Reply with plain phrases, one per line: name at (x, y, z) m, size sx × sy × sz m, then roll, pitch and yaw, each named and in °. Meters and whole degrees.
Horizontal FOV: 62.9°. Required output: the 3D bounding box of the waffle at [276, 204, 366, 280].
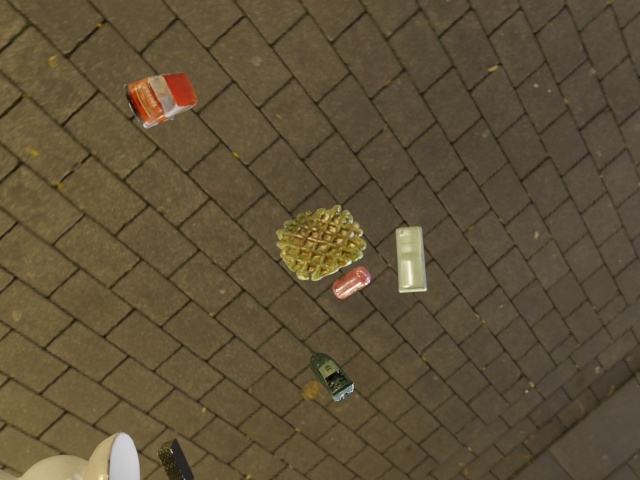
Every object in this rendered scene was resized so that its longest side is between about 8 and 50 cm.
waffle at (0.000, 0.000, 1.115) m, size 0.183 × 0.169 × 0.036 m, roll -23°, pitch 147°, yaw -12°

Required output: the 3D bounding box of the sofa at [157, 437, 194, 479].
sofa at (-0.357, 0.557, 1.292) m, size 0.039 × 0.060 × 0.118 m, roll -22°, pitch 95°, yaw 3°

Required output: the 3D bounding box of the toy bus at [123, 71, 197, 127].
toy bus at (-0.263, -0.242, 0.880) m, size 0.077 × 0.174 × 0.079 m, roll -19°, pitch 108°, yaw 6°

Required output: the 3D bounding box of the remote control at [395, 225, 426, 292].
remote control at (0.198, 0.038, 1.150) m, size 0.061 × 0.162 × 0.029 m, roll -5°, pitch 149°, yaw 10°

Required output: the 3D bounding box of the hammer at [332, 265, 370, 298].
hammer at (0.059, 0.080, 0.999) m, size 0.043 × 0.043 × 0.083 m, roll 28°, pitch 133°, yaw -26°

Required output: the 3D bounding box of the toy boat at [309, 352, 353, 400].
toy boat at (0.016, 0.284, 1.128) m, size 0.055 × 0.141 × 0.060 m, roll -29°, pitch 121°, yaw -14°

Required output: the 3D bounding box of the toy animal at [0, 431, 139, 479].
toy animal at (-0.333, 0.306, 0.603) m, size 0.220 × 0.131 × 0.104 m, roll -8°, pitch 157°, yaw -7°
